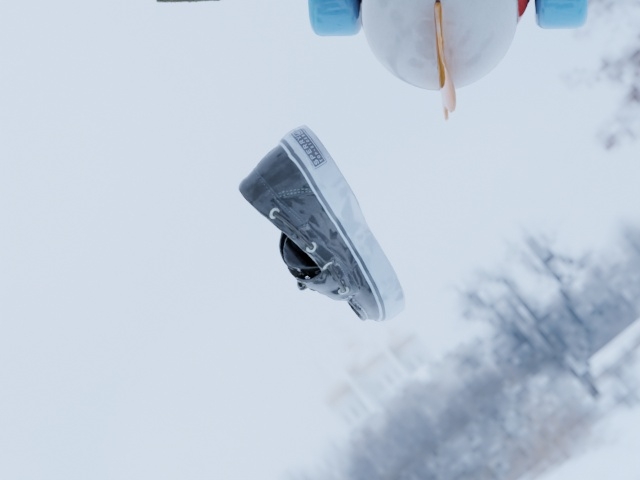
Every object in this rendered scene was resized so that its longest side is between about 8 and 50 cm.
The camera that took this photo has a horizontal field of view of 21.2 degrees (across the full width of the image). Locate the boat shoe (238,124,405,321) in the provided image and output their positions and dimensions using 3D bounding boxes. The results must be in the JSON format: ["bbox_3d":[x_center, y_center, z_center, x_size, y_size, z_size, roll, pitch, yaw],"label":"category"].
[{"bbox_3d":[0.000,0.000,0.756,0.040,0.049,0.142,-35,-35,-4],"label":"boat shoe"}]

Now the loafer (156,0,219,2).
[{"bbox_3d":[-0.112,-0.190,1.184,0.050,0.148,0.056,-45,-43,-55],"label":"loafer"}]

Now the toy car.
[{"bbox_3d":[0.089,-0.171,1.251,0.219,0.238,0.210,0,-40,7],"label":"toy car"}]
